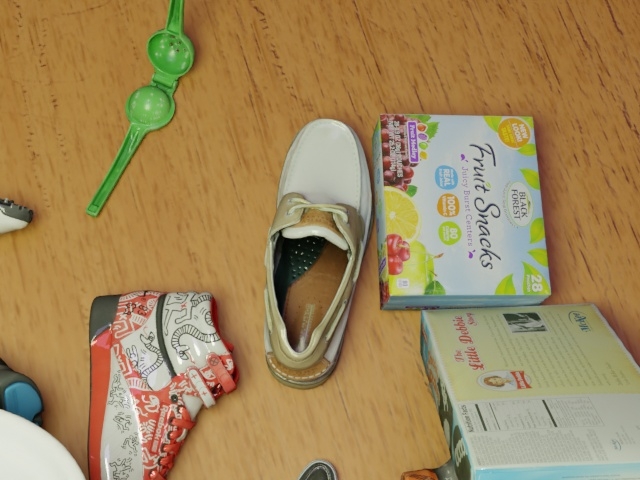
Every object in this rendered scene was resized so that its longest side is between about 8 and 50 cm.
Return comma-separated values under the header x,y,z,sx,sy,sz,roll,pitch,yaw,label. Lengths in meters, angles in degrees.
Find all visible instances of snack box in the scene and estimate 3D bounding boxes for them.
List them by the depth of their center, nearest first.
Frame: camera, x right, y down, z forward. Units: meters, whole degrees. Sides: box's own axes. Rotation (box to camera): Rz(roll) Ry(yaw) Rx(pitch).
x,y,z,sx,sy,sz,roll,pitch,yaw,label
0.204,0.146,1.004,0.187,0.322,0.060,-2,110,-1,snack box
0.148,-0.030,1.172,0.174,0.070,0.207,1,72,-6,snack box

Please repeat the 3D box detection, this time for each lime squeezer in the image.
x,y,z,sx,sy,sz,roll,pitch,yaw,label
-0.183,-0.172,1.210,0.058,0.110,0.310,21,102,-11,lime squeezer

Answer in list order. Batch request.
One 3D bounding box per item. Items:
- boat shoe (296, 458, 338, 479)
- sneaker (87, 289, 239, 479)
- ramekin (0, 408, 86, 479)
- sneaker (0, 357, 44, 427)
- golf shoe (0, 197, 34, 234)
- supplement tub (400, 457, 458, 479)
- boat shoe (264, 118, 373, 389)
x,y,z,sx,sy,sz,roll,pitch,yaw,label
-0.017,0.286,1.080,0.049,0.040,0.142,19,72,6,boat shoe
-0.154,0.177,1.090,0.144,0.090,0.270,-6,69,0,sneaker
-0.323,0.270,0.867,0.277,0.135,0.277,6,35,-4,ramekin
-0.415,0.255,1.064,0.139,0.125,0.341,27,74,37,sneaker
-0.403,0.003,1.162,0.198,0.077,0.094,-7,82,4,golf shoe
0.238,0.279,1.006,0.315,0.193,0.194,-3,71,-2,supplement tub
0.000,0.000,1.146,0.113,0.103,0.302,4,71,0,boat shoe
